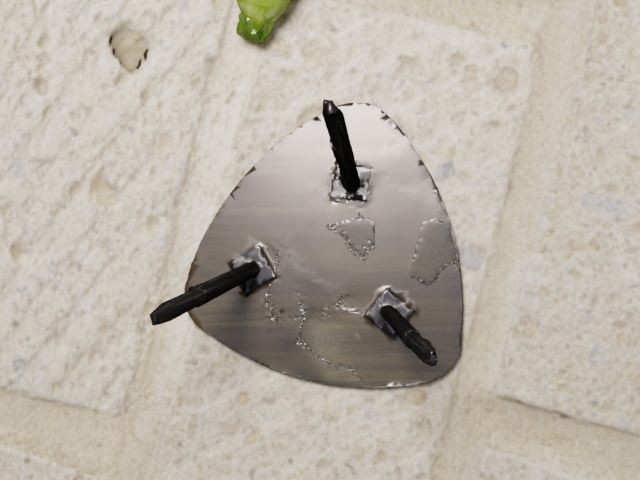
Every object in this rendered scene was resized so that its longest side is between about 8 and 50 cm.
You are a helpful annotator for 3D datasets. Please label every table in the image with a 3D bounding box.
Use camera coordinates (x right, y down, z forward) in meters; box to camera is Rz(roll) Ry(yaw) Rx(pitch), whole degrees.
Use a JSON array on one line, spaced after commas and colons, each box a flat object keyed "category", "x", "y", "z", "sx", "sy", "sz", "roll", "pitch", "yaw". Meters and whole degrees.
[{"category": "table", "x": 0.000, "y": 0.000, "z": 1.068, "sx": 0.317, "sy": 0.249, "sz": 0.317, "roll": 0, "pitch": 90, "yaw": 7}]

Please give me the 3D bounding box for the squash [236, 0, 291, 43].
[{"category": "squash", "x": -0.031, "y": -0.395, "z": 1.146, "sx": 0.118, "sy": 0.118, "sz": 0.371, "roll": 16, "pitch": 93, "yaw": 7}]
